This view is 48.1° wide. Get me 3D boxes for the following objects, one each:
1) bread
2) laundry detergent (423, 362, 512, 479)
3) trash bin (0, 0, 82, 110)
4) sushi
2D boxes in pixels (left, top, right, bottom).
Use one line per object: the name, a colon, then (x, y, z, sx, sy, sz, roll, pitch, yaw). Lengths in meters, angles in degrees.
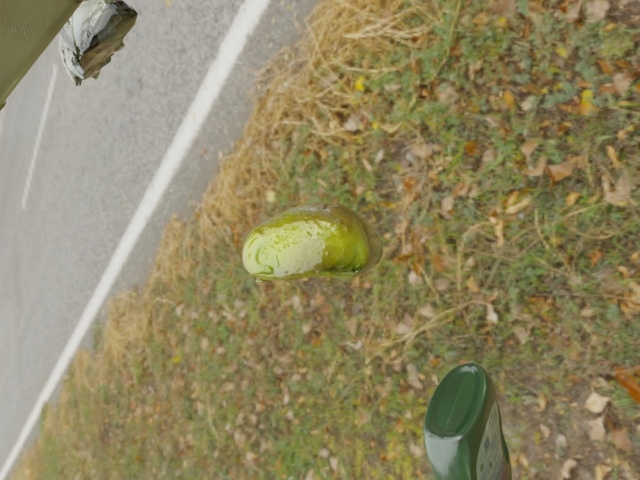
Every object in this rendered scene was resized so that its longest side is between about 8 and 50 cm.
bread: (0.000, 0.000, 1.045, 0.383, 0.166, 0.112, 1, -93, -82)
laundry detergent: (0.181, 0.248, 0.814, 0.063, 0.137, 0.211, -3, 128, 31)
trash bin: (-0.489, -0.302, 0.985, 0.247, 0.243, 0.121, -41, 69, 21)
sushi: (-0.457, -0.405, 1.411, 0.109, 0.134, 0.273, 52, 160, -10)
